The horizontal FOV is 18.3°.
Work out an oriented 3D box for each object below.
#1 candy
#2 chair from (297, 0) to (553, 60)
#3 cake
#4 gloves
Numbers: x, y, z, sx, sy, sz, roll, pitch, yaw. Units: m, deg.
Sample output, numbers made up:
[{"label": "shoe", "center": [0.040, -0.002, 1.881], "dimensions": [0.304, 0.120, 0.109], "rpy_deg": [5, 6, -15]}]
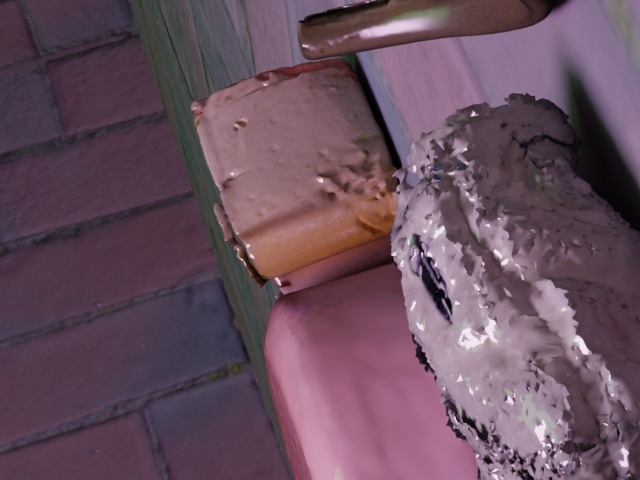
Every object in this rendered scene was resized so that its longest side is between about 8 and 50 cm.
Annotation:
[{"label": "candy", "center": [0.044, 0.128, 0.965], "dimensions": [0.255, 0.094, 0.255], "rpy_deg": [163, 90, -85]}, {"label": "chair", "center": [-0.047, -0.173, 0.586], "dimensions": [0.188, 0.166, 0.272], "rpy_deg": [160, 93, -84]}, {"label": "cake", "center": [0.019, -0.010, 1.078], "dimensions": [0.225, 0.090, 0.109], "rpy_deg": [45, -161, -60]}, {"label": "gloves", "center": [0.068, 0.039, 0.596], "dimensions": [0.114, 0.070, 0.153], "rpy_deg": [82, 167, -56]}]
